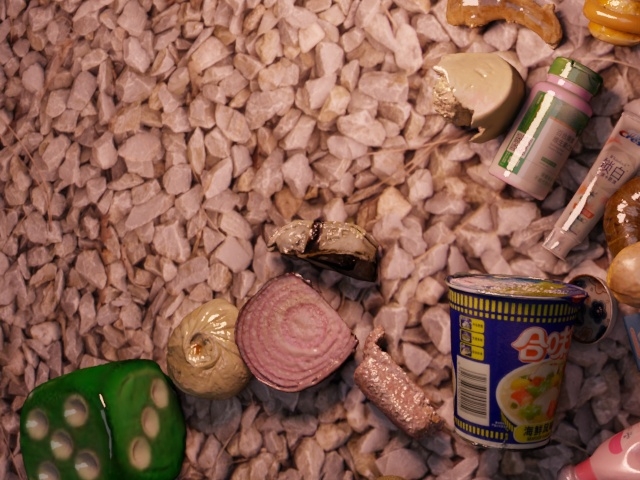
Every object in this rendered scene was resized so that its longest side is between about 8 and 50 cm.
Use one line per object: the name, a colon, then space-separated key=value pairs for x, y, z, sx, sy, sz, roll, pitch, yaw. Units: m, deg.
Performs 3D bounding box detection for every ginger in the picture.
ginger: x=0.364 y=-0.506 z=1.914 sx=0.333 sy=0.081 sz=0.148 roll=27 pitch=82 yaw=21

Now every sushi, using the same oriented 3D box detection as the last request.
sushi: x=0.001 y=0.004 z=2.027 sx=0.272 sy=0.134 sz=0.109 roll=13 pitch=79 yaw=38

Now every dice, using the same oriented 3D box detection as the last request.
dice: x=-0.505 y=0.451 z=2.110 sx=0.287 sy=0.297 sz=0.300 roll=-19 pitch=80 yaw=25

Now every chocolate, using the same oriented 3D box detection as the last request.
chocolate: x=0.661 y=0.038 z=1.588 sx=0.309 sy=0.134 sz=0.134 roll=-21 pitch=79 yaw=9

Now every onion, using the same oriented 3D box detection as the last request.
onion: x=-0.057 y=0.211 z=2.031 sx=0.247 sy=0.111 sz=0.250 roll=-43 pitch=83 yaw=15

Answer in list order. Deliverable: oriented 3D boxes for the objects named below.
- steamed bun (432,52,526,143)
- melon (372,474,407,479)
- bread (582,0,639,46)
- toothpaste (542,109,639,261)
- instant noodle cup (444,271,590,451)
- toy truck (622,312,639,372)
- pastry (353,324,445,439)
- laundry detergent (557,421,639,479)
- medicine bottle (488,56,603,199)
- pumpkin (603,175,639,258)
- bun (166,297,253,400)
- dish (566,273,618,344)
steamed bun: x=0.310 y=-0.290 z=1.839 sx=0.200 sy=0.225 sz=0.170 roll=6 pitch=89 yaw=22
melon: x=0.138 y=0.575 z=1.910 sx=0.139 sy=0.139 sz=0.192 roll=47 pitch=105 yaw=19
bread: x=0.629 y=-0.540 z=1.775 sx=0.172 sy=0.121 sz=0.311 roll=19 pitch=95 yaw=21
toothpaste: x=0.564 y=-0.105 z=1.812 sx=0.100 sy=0.066 sz=0.323 roll=36 pitch=96 yaw=21
instant noodle cup: x=0.371 y=0.237 z=1.775 sx=0.284 sy=0.284 sz=0.313 roll=7 pitch=97 yaw=23
toy truck: x=0.754 y=0.150 z=1.652 sx=0.367 sy=0.175 sz=0.146 roll=-18 pitch=81 yaw=18
pastry: x=0.152 y=0.319 z=1.935 sx=0.112 sy=0.103 sz=0.265 roll=-25 pitch=65 yaw=-21
laundry detergent: x=0.613 y=0.409 z=1.714 sx=0.335 sy=0.159 sz=0.088 roll=-33 pitch=103 yaw=23
medicine bottle: x=0.459 y=-0.229 z=1.823 sx=0.133 sy=0.133 sz=0.274 roll=30 pitch=99 yaw=22
pumpkin: x=0.645 y=-0.022 z=1.717 sx=0.219 sy=0.162 sz=0.219 roll=0 pitch=89 yaw=20
bun: x=-0.267 y=0.257 z=2.099 sx=0.243 sy=0.153 sz=0.244 roll=-3 pitch=83 yaw=27
dish: x=0.555 y=0.137 z=1.799 sx=0.141 sy=0.078 sz=0.141 roll=-6 pitch=84 yaw=61
